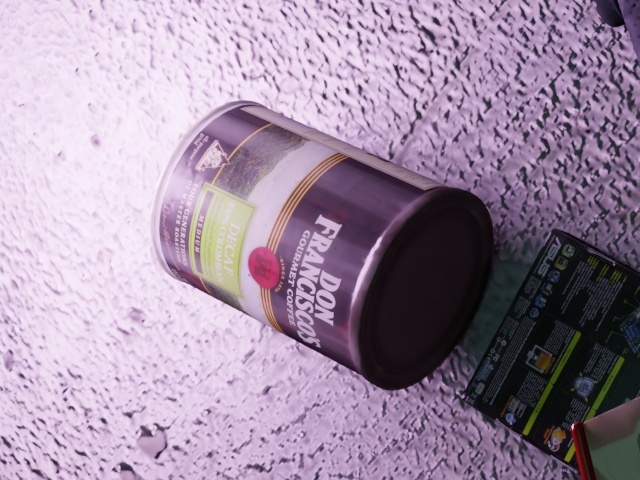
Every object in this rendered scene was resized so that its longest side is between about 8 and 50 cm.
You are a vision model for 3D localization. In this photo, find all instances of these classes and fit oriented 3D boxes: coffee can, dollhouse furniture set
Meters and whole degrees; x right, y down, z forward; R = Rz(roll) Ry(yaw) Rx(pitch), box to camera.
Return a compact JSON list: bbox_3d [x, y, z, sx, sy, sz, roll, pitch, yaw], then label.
[{"bbox_3d":[0.000,0.000,1.741,0.275,0.201,0.201,25,94,34],"label":"coffee can"},{"bbox_3d":[0.280,0.260,1.410,0.152,0.374,0.201,-21,68,23],"label":"dollhouse furniture set"}]

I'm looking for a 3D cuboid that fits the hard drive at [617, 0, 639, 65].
[{"bbox_3d":[0.400,-0.196,1.565,0.255,0.054,0.172,-11,113,32],"label":"hard drive"}]

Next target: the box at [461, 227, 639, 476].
[{"bbox_3d":[0.249,0.111,1.654,0.184,0.045,0.190,30,96,31],"label":"box"}]

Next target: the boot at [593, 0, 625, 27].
[{"bbox_3d":[0.339,-0.335,1.652,0.207,0.094,0.246,-16,79,33],"label":"boot"}]
